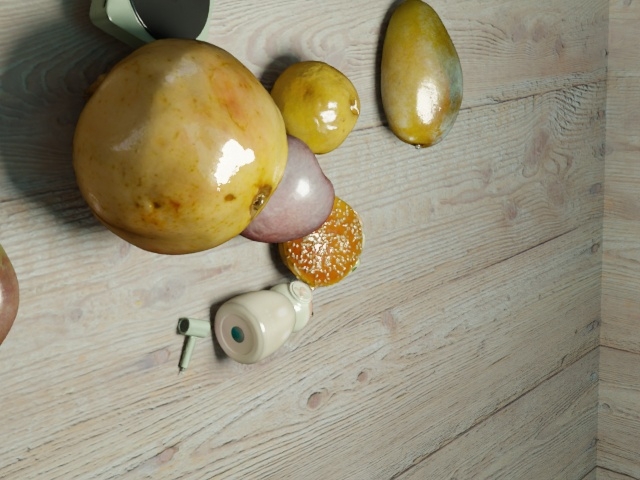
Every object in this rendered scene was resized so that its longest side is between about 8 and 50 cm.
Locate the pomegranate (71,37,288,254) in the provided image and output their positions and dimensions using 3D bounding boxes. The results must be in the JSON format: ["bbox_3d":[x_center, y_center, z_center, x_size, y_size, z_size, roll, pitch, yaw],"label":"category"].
[{"bbox_3d":[-0.265,-0.173,1.707,0.411,0.411,0.412,-12,107,-47],"label":"pomegranate"}]

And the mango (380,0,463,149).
[{"bbox_3d":[0.250,-0.418,2.374,0.221,0.198,0.384,3,83,-43],"label":"mango"}]

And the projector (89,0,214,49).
[{"bbox_3d":[-0.309,-0.475,1.790,0.259,0.079,0.257,25,69,-52],"label":"projector"}]

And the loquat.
[{"bbox_3d":[-0.017,-0.287,2.093,0.208,0.208,0.208,-12,107,-47],"label":"loquat"}]

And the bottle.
[{"bbox_3d":[-0.108,0.169,2.115,0.236,0.147,0.148,-24,115,-48],"label":"bottle"}]

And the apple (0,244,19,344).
[{"bbox_3d":[-0.602,0.087,1.461,0.305,0.235,0.306,-13,107,-49],"label":"apple"}]

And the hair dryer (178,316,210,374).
[{"bbox_3d":[-0.281,0.225,2.015,0.063,0.037,0.124,16,92,-47],"label":"hair dryer"}]

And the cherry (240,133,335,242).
[{"bbox_3d":[-0.094,-0.094,2.008,0.239,0.206,0.240,-21,124,-35],"label":"cherry"}]

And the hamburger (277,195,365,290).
[{"bbox_3d":[-0.001,-0.004,2.197,0.236,0.147,0.237,-2,93,-47],"label":"hamburger"}]
